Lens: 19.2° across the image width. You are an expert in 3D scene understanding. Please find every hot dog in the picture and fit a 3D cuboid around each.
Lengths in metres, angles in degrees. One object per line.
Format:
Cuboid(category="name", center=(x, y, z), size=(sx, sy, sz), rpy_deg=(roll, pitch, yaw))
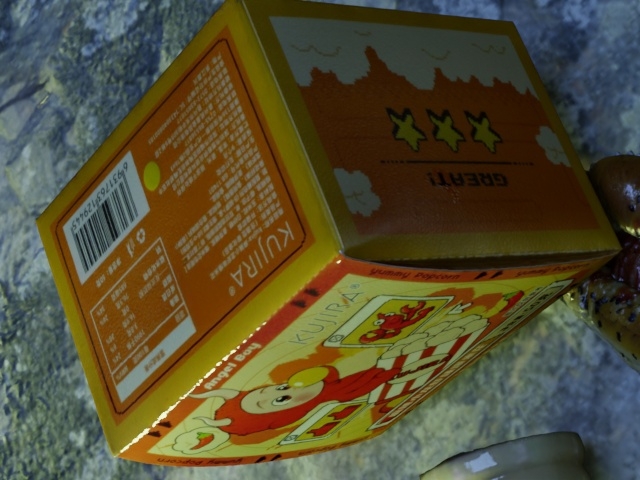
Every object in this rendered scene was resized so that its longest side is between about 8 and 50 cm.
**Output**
Cuboid(category="hot dog", center=(0.263, 0.039, 1.269), size=(0.268, 0.075, 0.144), rpy_deg=(41, 107, 35))

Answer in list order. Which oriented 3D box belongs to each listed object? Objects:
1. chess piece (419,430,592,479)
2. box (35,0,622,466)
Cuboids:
Cuboid(category="chess piece", center=(0.172, 0.331, 1.260), size=(0.117, 0.117, 0.397), rpy_deg=(-25, 70, 29))
Cuboid(category="box", center=(0.000, 0.000, 1.308), size=(0.283, 0.259, 0.214), rpy_deg=(-42, 58, 41))
